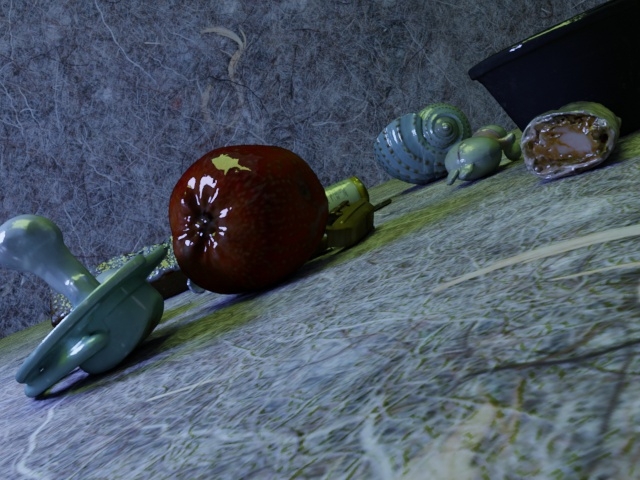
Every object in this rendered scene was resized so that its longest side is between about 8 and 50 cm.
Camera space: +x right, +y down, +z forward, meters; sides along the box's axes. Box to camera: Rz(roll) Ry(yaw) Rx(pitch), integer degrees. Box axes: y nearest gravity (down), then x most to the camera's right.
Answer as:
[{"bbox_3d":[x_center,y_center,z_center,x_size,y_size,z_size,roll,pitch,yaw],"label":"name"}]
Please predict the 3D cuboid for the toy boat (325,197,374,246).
[{"bbox_3d":[0.052,-0.035,1.261,0.088,0.068,0.226,9,19,18],"label":"toy boat"}]

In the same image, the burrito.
[{"bbox_3d":[0.421,-0.174,1.044,0.143,0.105,0.299,-15,6,30],"label":"burrito"}]

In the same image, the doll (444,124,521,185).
[{"bbox_3d":[0.387,-0.215,1.544,0.155,0.113,0.275,-13,9,45],"label":"doll"}]

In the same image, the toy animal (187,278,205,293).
[{"bbox_3d":[-0.213,0.033,1.602,0.206,0.081,0.367,-44,1,6],"label":"toy animal"}]

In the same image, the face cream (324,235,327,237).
[{"bbox_3d":[0.000,0.000,1.460,0.038,0.020,0.115,-20,1,7],"label":"face cream"}]

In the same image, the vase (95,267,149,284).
[{"bbox_3d":[-0.420,0.135,1.275,0.128,0.128,0.248,-25,-3,-32],"label":"vase"}]

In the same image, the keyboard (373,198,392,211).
[{"bbox_3d":[0.159,-0.093,1.821,0.049,0.015,0.129,-25,2,39],"label":"keyboard"}]

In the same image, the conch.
[{"bbox_3d":[0.337,-0.287,2.034,0.303,0.215,0.319,-17,-28,-11],"label":"conch"}]

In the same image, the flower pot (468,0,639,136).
[{"bbox_3d":[0.515,-0.317,1.297,0.380,0.251,0.379,-23,8,3],"label":"flower pot"}]

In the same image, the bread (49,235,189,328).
[{"bbox_3d":[-0.509,0.109,1.675,0.417,0.113,0.165,-24,40,-11],"label":"bread"}]

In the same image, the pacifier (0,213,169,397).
[{"bbox_3d":[-0.379,0.079,0.939,0.288,0.269,0.343,-47,2,0],"label":"pacifier"}]

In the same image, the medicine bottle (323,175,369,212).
[{"bbox_3d":[0.034,-0.105,1.897,0.239,0.124,0.124,-22,5,-13],"label":"medicine bottle"}]

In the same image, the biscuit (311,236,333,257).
[{"bbox_3d":[-0.049,0.013,1.314,0.118,0.061,0.183,-25,6,-19],"label":"biscuit"}]

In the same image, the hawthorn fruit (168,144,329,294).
[{"bbox_3d":[-0.120,-0.048,1.128,0.275,0.275,0.300,-16,16,49],"label":"hawthorn fruit"}]
